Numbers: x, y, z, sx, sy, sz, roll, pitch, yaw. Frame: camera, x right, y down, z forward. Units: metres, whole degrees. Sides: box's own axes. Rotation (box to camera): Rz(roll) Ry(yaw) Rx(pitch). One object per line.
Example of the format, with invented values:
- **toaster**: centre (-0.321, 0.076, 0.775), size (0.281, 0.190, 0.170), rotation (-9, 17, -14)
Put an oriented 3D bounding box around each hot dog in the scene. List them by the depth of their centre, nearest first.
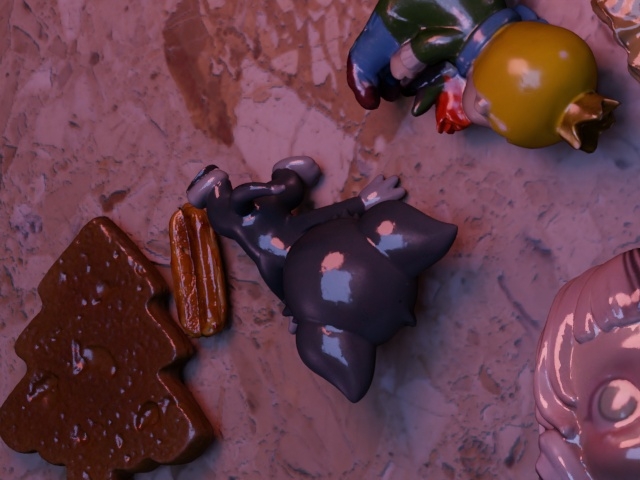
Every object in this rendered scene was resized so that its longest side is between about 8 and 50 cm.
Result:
- **hot dog**: centre (-0.127, 0.030, 1.368), size (0.062, 0.038, 0.144), rotation (-13, 82, 29)

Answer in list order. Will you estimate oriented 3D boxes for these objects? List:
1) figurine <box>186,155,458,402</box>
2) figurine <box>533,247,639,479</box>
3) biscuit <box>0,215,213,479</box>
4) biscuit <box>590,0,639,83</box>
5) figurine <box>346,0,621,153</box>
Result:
- **figurine**: centre (-0.003, -0.003, 1.256), size (0.265, 0.140, 0.193), rotation (41, 90, 6)
- **figurine**: centre (0.281, 0.176, 1.007), size (0.253, 0.211, 0.361), rotation (-9, 65, -1)
- **biscuit**: centre (-0.229, 0.125, 1.415), size (0.278, 0.043, 0.301), rotation (4, 91, 29)
- **biscuit**: centre (0.357, -0.121, 1.120), size (0.154, 0.045, 0.299), rotation (-29, 76, 22)
- **figurine**: centre (0.145, -0.142, 1.190), size (0.234, 0.127, 0.185), rotation (45, 114, 9)
